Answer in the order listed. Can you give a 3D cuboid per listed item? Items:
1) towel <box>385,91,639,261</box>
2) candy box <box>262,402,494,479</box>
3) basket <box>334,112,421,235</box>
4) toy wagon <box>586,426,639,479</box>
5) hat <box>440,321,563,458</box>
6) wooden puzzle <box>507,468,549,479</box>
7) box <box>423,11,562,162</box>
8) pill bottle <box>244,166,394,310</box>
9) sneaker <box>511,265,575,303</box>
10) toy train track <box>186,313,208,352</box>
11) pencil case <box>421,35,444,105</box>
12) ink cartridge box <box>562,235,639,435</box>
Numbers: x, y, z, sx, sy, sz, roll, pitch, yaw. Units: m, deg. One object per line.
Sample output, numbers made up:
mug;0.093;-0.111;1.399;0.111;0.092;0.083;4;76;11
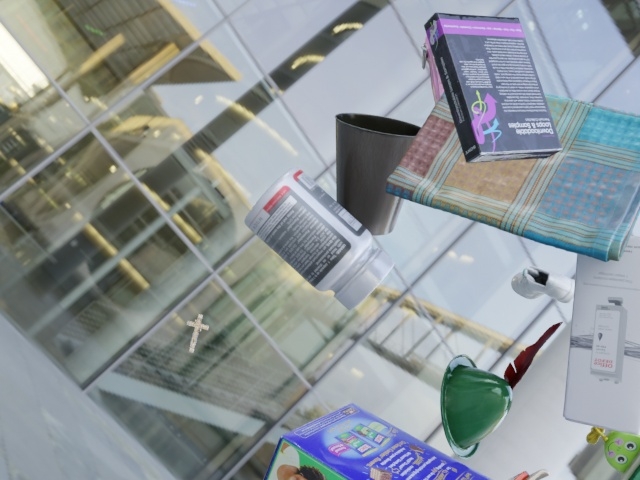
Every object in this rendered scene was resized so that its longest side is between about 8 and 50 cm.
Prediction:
towel;0.320;-0.128;1.067;0.370;0.271;0.040;21;-25;28
candy box;0.109;0.406;1.098;0.317;0.122;0.268;23;10;27
basket;0.113;-0.137;1.459;0.204;0.154;0.227;18;-66;24
toy wagon;0.647;0.428;1.228;0.344;0.267;0.068;25;23;7
hat;0.319;0.272;1.160;0.183;0.173;0.208;-7;-70;36
wooden puzzle;0.502;0.706;1.906;0.044;0.239;0.221;57;-15;22
box;0.182;-0.161;0.725;0.029;0.116;0.162;-38;-118;58
pill bottle;0.000;0.000;1.391;0.283;0.161;0.161;43;-15;1
sneaker;0.493;0.088;1.583;0.094;0.080;0.212;26;-8;-17
toy train track;-0.268;0.200;1.478;0.048;0.083;0.014;16;-10;-14
pencil case;0.315;-0.308;1.469;0.160;0.167;0.386;47;32;-44
ink cartridge box;0.478;0.137;1.059;0.117;0.283;0.207;5;1;42
